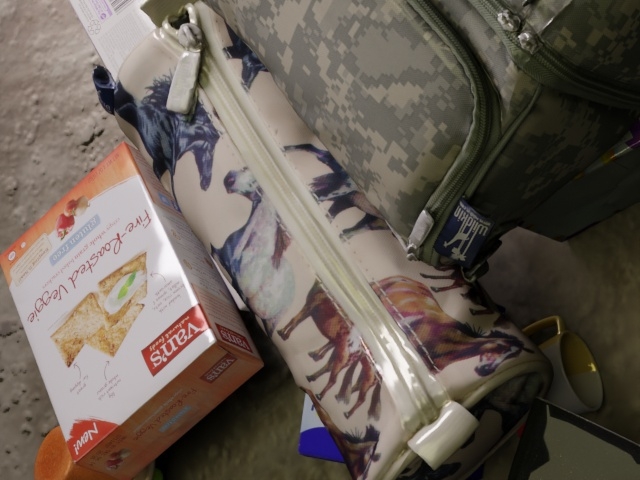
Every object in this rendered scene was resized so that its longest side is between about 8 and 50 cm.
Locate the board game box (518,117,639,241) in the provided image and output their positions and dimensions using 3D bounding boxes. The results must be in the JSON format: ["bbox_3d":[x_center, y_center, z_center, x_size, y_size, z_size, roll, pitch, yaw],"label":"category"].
[{"bbox_3d":[0.156,-0.157,1.231,0.142,0.144,0.275,-29,72,19],"label":"board game box"}]

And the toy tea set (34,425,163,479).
[{"bbox_3d":[-0.209,0.318,1.386,0.336,0.124,0.200,-60,36,11],"label":"toy tea set"}]

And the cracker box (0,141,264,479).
[{"bbox_3d":[-0.158,0.055,1.359,0.156,0.067,0.232,-41,50,15],"label":"cracker box"}]

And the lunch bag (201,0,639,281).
[{"bbox_3d":[0.077,-0.160,1.080,0.256,0.212,0.305,-49,68,23],"label":"lunch bag"}]

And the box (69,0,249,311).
[{"bbox_3d":[-0.102,-0.090,1.389,0.067,0.063,0.324,-38,70,18],"label":"box"}]

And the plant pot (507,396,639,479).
[{"bbox_3d":[0.207,0.232,1.121,0.188,0.187,0.167,24,84,25],"label":"plant pot"}]

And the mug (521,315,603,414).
[{"bbox_3d":[0.167,0.102,1.251,0.064,0.078,0.062,-26,106,29],"label":"mug"}]

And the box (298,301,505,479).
[{"bbox_3d":[0.062,0.106,1.284,0.126,0.072,0.137,7,87,26],"label":"box"}]

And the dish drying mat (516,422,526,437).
[{"bbox_3d":[0.162,0.144,1.236,0.032,0.083,0.008,-10,37,30],"label":"dish drying mat"}]

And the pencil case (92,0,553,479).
[{"bbox_3d":[0.000,0.000,1.190,0.160,0.183,0.410,-40,64,10],"label":"pencil case"}]
